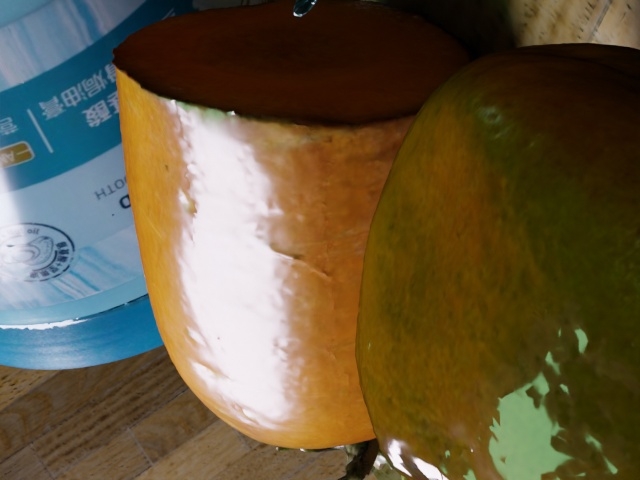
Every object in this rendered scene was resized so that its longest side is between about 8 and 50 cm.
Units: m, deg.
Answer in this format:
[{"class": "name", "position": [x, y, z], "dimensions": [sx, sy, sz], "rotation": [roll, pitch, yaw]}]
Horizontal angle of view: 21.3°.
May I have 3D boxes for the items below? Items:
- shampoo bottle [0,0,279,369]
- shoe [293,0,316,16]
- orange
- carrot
[{"class": "shampoo bottle", "position": [-0.195, -0.146, 1.077], "dimensions": [0.331, 0.331, 0.342], "rotation": [49, 167, 37]}, {"class": "shoe", "position": [-0.020, -0.170, 0.514], "dimensions": [0.106, 0.091, 0.207], "rotation": [-5, 110, 48]}, {"class": "orange", "position": [0.107, 0.039, 0.608], "dimensions": [0.249, 0.183, 0.249], "rotation": [52, 171, 12]}, {"class": "carrot", "position": [0.000, 0.000, 0.930], "dimensions": [0.193, 0.214, 0.331], "rotation": [8, 132, 16]}]
